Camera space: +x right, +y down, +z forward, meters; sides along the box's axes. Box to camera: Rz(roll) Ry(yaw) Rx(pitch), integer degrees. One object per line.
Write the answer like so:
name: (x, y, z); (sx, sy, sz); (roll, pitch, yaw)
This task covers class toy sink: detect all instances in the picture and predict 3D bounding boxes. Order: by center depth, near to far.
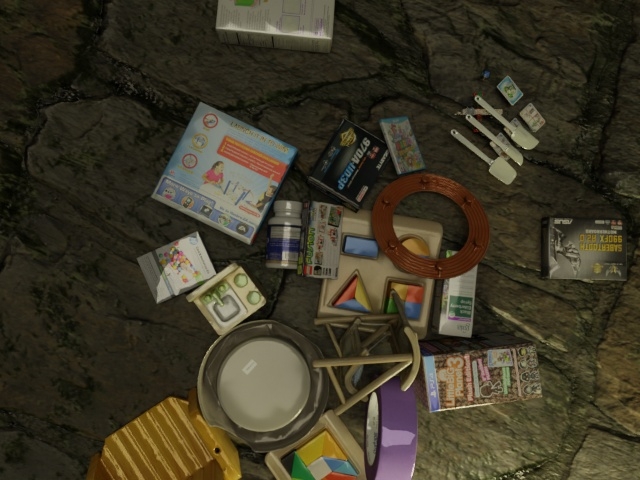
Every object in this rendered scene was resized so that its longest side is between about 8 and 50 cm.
toy sink: (-0.236, 0.153, 1.350); (0.153, 0.234, 0.131); (-37, 88, -5)

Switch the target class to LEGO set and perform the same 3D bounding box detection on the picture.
LEGO set: (0.526, -0.381, 1.520); (0.182, 0.060, 0.244); (-45, 101, -4)

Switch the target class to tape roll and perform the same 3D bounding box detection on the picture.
tape roll: (0.177, 0.492, 1.327); (0.090, 0.275, 0.274); (6, 86, -3)

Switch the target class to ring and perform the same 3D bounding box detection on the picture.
ring: (0.312, -0.051, 1.426); (0.337, 0.032, 0.336); (2, 64, -3)

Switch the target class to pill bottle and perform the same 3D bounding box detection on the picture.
pill bottle: (-0.094, -0.014, 1.427); (0.112, 0.112, 0.186); (4, 86, -2)

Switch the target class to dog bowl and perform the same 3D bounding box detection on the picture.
dog bowl: (-0.155, 0.385, 1.394); (0.349, 0.102, 0.348); (1, 86, -8)

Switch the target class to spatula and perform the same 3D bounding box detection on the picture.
spatula: (0.507, -0.295, 1.491); (0.242, 0.019, 0.168); (36, 92, -11)

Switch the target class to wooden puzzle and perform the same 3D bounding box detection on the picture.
wooden puzzle: (-0.002, 0.629, 1.426); (0.239, 0.044, 0.221); (-35, 88, -4)
wooden puzzle: (0.173, 0.089, 1.449); (0.322, 0.080, 0.347); (9, 86, -2)

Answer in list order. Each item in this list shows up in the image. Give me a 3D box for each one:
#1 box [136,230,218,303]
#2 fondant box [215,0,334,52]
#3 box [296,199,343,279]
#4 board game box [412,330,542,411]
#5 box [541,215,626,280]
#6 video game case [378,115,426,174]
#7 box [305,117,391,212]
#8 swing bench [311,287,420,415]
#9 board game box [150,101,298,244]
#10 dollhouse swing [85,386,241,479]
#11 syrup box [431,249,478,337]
box: (-0.402, 0.077, 1.445); (0.186, 0.038, 0.145); (-24, 88, -5)
fondant box: (-0.124, -0.690, 1.477); (0.331, 0.096, 0.238); (5, 86, -3)
box: (0.000, 0.000, 1.396); (0.114, 0.036, 0.206); (8, 84, -29)
board game box: (0.395, 0.342, 1.368); (0.291, 0.232, 0.141); (-6, 87, -2)
box: (0.769, 0.024, 1.492); (0.231, 0.056, 0.182); (2, 86, -2)
video game case: (0.238, -0.276, 1.474); (0.119, 0.015, 0.166); (-17, 87, -39)
box: (0.086, -0.215, 1.463); (0.175, 0.051, 0.220); (32, 76, 0)
swing bench: (0.124, 0.275, 1.306); (0.255, 0.253, 0.165); (-22, 103, 7)
board game box: (-0.265, -0.184, 1.443); (0.308, 0.086, 0.301); (26, 85, -1)
dollhouse swing: (-0.414, 0.613, 1.280); (0.347, 0.305, 0.315); (-33, 89, -3)
syrup box: (0.380, 0.150, 1.447); (0.093, 0.096, 0.236); (6, 85, -1)
